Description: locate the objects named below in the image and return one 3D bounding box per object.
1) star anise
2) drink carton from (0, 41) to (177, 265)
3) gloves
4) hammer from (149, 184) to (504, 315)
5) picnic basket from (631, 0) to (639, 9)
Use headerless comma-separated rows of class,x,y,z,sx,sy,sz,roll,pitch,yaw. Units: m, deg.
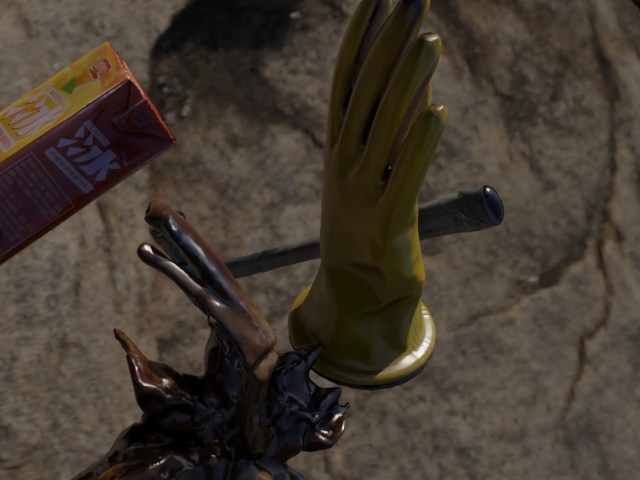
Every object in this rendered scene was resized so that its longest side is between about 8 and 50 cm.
star anise,-0.084,0.124,0.909,0.237,0.148,0.346,-9,123,-14
drink carton,-0.223,-0.050,1.002,0.223,0.096,0.071,-34,121,0
gloves,0.048,-0.038,0.955,0.116,0.133,0.294,-14,134,-26
hammer,0.001,-0.001,1.402,0.152,0.427,0.044,60,41,-16
picnic basket,0.355,-0.227,0.925,0.165,0.139,0.266,44,67,10
